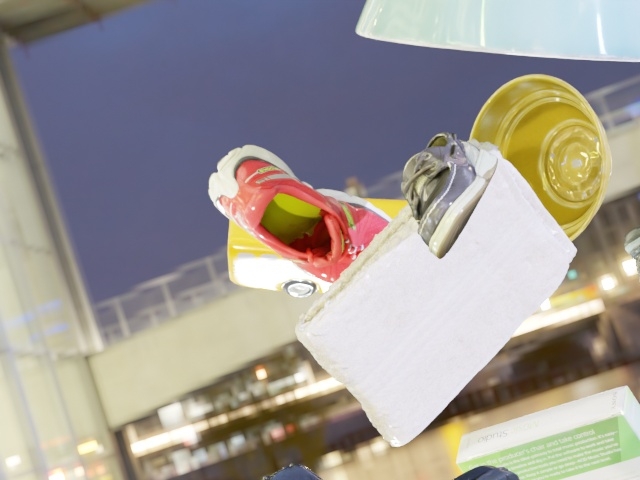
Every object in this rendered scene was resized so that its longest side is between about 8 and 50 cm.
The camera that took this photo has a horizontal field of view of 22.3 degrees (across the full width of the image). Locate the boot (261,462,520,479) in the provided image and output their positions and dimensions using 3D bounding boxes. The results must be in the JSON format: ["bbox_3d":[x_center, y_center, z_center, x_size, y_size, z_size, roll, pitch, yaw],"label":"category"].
[{"bbox_3d":[0.047,0.269,1.599,0.246,0.207,0.094,-40,-41,-26],"label":"boot"}]

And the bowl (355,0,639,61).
[{"bbox_3d":[0.192,-0.266,1.557,0.312,0.163,0.311,3,10,-1],"label":"bowl"}]

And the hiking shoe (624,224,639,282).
[{"bbox_3d":[0.462,0.048,1.755,0.304,0.132,0.113,2,-22,-24],"label":"hiking shoe"}]

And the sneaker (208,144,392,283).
[{"bbox_3d":[0.000,0.000,1.743,0.279,0.118,0.107,25,-77,-37],"label":"sneaker"}]

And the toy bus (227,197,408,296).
[{"bbox_3d":[0.037,0.008,2.344,0.333,0.108,0.130,3,-33,1],"label":"toy bus"}]

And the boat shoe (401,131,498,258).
[{"bbox_3d":[0.107,-0.047,1.459,0.080,0.073,0.223,-59,-2,21],"label":"boat shoe"}]

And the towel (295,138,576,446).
[{"bbox_3d":[0.118,0.050,1.625,0.282,0.187,0.049,-45,28,-9],"label":"towel"}]

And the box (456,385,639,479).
[{"bbox_3d":[0.348,0.337,2.032,0.232,0.322,0.058,-21,30,28],"label":"box"}]

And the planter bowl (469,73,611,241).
[{"bbox_3d":[0.289,-0.095,1.996,0.090,0.217,0.217,-4,-15,-43],"label":"planter bowl"}]
